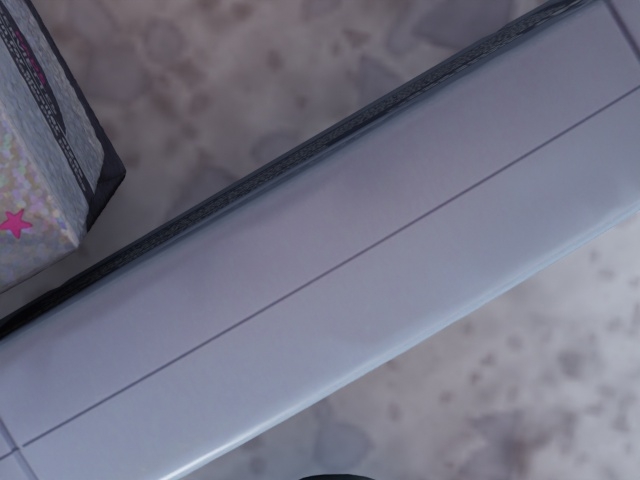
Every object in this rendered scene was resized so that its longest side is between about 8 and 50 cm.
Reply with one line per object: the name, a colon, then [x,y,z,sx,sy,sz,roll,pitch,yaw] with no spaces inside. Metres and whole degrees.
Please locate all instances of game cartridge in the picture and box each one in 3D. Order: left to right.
game cartridge: [0.000,0.000,0.472,0.297,0.198,0.062,-30,99,1]

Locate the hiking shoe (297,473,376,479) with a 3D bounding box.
hiking shoe: [0.028,0.214,0.567,0.132,0.113,0.304,-21,107,30]

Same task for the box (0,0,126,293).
box: [-0.176,-0.084,0.464,0.142,0.163,0.247,-29,99,2]
